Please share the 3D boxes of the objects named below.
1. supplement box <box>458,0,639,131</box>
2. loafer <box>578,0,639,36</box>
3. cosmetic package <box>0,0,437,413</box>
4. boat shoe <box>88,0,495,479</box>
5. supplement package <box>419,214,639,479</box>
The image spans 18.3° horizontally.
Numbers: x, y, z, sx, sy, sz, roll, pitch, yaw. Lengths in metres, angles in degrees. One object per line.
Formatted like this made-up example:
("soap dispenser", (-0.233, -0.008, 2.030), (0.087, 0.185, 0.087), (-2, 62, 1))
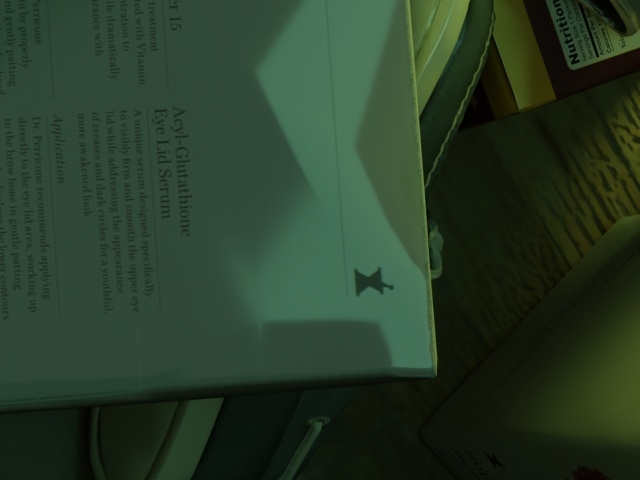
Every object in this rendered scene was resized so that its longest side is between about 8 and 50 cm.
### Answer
("supplement box", (0.116, -0.137, 0.977), (0.194, 0.191, 0.129), (-20, 92, -20))
("loafer", (0.095, -0.130, 0.845), (0.125, 0.045, 0.039), (27, 84, -18))
("cosmetic package", (-0.109, -0.123, 0.771), (0.284, 0.097, 0.377), (-4, 85, 3))
("boat shoe", (0.000, 0.000, 0.912), (0.099, 0.116, 0.319), (12, 121, -35))
("supplement package", (0.210, 0.096, 0.941), (0.175, 0.293, 0.177), (-44, 100, -17))
